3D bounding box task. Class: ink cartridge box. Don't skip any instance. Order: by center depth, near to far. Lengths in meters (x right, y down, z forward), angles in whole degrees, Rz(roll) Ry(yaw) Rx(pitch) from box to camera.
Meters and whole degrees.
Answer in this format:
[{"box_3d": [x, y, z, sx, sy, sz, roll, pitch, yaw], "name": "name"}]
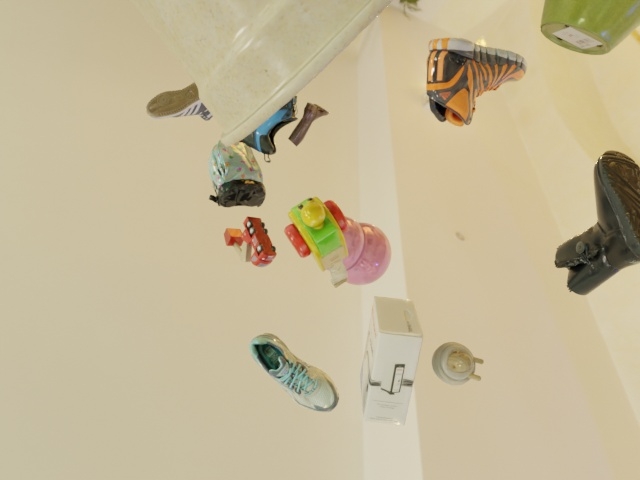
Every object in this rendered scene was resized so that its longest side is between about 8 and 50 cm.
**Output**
[{"box_3d": [0.136, 0.233, 0.847, 0.086, 0.203, 0.148, 6, -161, 1], "name": "ink cartridge box"}]

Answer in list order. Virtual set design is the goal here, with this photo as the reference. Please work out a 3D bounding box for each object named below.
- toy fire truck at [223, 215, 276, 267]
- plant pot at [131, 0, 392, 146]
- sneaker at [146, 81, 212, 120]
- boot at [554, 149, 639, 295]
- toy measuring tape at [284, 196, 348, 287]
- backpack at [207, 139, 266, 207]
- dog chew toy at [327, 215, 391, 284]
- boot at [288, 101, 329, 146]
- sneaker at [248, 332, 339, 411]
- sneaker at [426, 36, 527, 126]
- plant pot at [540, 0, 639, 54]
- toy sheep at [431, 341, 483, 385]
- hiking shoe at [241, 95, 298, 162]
[{"box_3d": [-0.192, 0.011, 1.136, 0.047, 0.135, 0.192, 5, -136, -39], "name": "toy fire truck"}, {"box_3d": [-0.095, -0.328, 0.444, 0.305, 0.334, 0.334, 44, -136, -22], "name": "plant pot"}, {"box_3d": [-0.508, -0.503, 1.607, 0.282, 0.153, 0.099, -30, -99, -16], "name": "sneaker"}, {"box_3d": [0.562, -0.031, 0.871, 0.094, 0.207, 0.246, 7, -118, -10], "name": "boot"}, {"box_3d": [0.000, 0.000, 0.849, 0.121, 0.330, 0.121, -3, -112, 8], "name": "toy measuring tape"}, {"box_3d": [-0.229, -0.183, 1.140, 0.152, 0.115, 0.182, 0, -124, -42], "name": "backpack"}, {"box_3d": [0.070, 0.016, 1.321, 0.332, 0.207, 0.206, 25, -138, -40], "name": "dog chew toy"}, {"box_3d": [-0.032, -0.301, 1.115, 0.037, 0.114, 0.106, 39, -157, 24], "name": "boot"}, {"box_3d": [-0.080, 0.349, 1.102, 0.283, 0.122, 0.110, 33, -98, 15], "name": "sneaker"}, {"box_3d": [0.363, -0.365, 1.021, 0.321, 0.180, 0.124, -5, -162, -30], "name": "sneaker"}, {"box_3d": [0.545, -0.510, 0.768, 0.275, 0.293, 0.275, 23, -164, -7], "name": "plant pot"}, {"box_3d": [0.263, 0.243, 0.835, 0.091, 0.132, 0.091, 1, -112, -4], "name": "toy sheep"}, {"box_3d": [-0.096, -0.353, 1.043, 0.132, 0.304, 0.113, 34, -162, 1], "name": "hiking shoe"}]
